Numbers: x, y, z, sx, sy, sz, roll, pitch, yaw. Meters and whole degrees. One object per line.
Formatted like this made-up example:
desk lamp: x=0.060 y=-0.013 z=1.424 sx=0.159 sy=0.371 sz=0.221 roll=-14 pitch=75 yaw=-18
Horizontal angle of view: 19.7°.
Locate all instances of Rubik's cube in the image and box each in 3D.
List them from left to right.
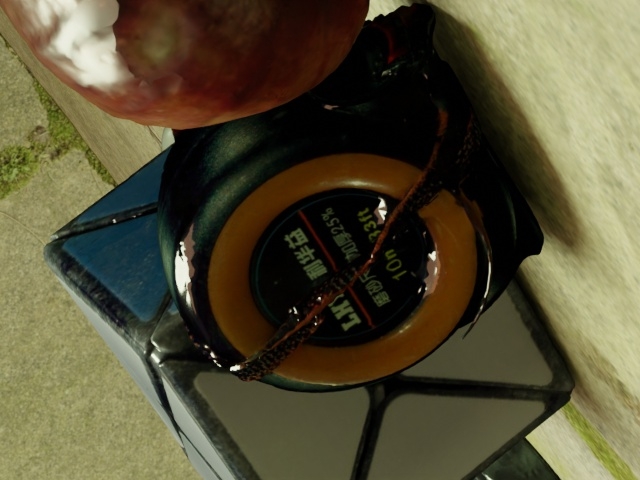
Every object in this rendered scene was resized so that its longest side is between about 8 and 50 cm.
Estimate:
Rubik's cube: x=-0.011 y=0.058 z=1.340 sx=0.255 sy=0.259 sz=0.260 roll=57 pitch=172 yaw=-28

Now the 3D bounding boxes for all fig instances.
fig: x=-0.082 y=-0.172 z=0.991 sx=0.224 sy=0.224 sz=0.263 roll=56 pitch=-178 yaw=-18

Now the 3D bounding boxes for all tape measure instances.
tape measure: x=0.009 y=-0.015 z=1.097 sx=0.202 sy=0.223 sz=0.135 roll=55 pitch=-171 yaw=-34

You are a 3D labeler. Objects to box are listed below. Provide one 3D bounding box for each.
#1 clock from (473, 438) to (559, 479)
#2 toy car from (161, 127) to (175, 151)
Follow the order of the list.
clock: x=0.189 y=0.258 z=1.734 sx=0.280 sy=0.055 sz=0.280 roll=52 pitch=171 yaw=12
toy car: x=-0.117 y=-0.088 z=1.885 sx=0.139 sy=0.112 sz=0.112 roll=102 pitch=147 yaw=-66
